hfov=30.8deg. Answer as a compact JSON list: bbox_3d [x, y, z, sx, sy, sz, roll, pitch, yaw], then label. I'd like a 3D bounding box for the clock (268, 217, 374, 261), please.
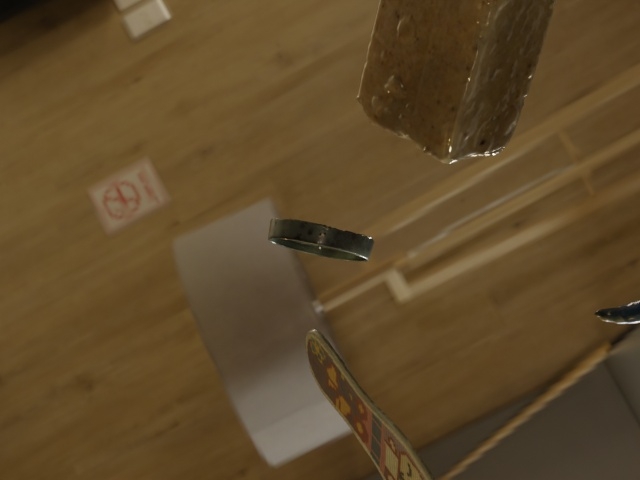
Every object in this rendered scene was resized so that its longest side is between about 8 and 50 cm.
[{"bbox_3d":[0.000,0.000,0.909,0.085,0.085,0.017,49,-128,-79],"label":"clock"}]

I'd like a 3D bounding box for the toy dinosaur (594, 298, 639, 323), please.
[{"bbox_3d":[0.195,-0.047,0.655,0.188,0.248,0.075,5,-148,-43],"label":"toy dinosaur"}]

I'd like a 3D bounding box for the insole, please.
[{"bbox_3d":[0.036,0.123,0.711,0.197,0.004,0.065,51,152,41],"label":"insole"}]

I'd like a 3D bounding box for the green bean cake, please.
[{"bbox_3d":[0.103,-0.157,0.872,0.109,0.085,0.179,36,123,39],"label":"green bean cake"}]
